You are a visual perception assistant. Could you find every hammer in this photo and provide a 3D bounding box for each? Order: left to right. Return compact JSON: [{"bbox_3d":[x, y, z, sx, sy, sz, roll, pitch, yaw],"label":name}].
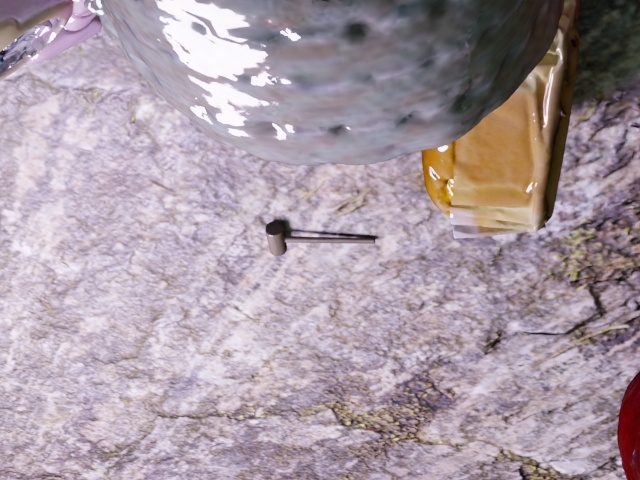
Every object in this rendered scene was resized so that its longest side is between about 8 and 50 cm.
[{"bbox_3d":[0.000,0.000,1.143,0.110,0.019,0.035,2,143,10],"label":"hammer"}]

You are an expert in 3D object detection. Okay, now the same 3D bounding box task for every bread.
[{"bbox_3d":[0.131,-0.116,0.842,0.107,0.136,0.241,7,145,8],"label":"bread"}]

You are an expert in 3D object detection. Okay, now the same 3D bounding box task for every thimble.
[{"bbox_3d":[-0.004,-0.192,0.639,0.291,0.292,0.195,4,149,12],"label":"thimble"}]

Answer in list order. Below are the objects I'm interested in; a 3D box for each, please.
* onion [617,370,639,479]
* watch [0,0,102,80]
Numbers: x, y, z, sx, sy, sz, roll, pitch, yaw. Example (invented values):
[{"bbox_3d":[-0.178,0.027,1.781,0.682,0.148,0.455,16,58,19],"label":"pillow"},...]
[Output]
[{"bbox_3d":[0.435,0.201,1.117,0.280,0.281,0.221,2,174,15],"label":"onion"},{"bbox_3d":[-0.271,-0.220,0.803,0.217,0.248,0.211,52,136,-7],"label":"watch"}]
